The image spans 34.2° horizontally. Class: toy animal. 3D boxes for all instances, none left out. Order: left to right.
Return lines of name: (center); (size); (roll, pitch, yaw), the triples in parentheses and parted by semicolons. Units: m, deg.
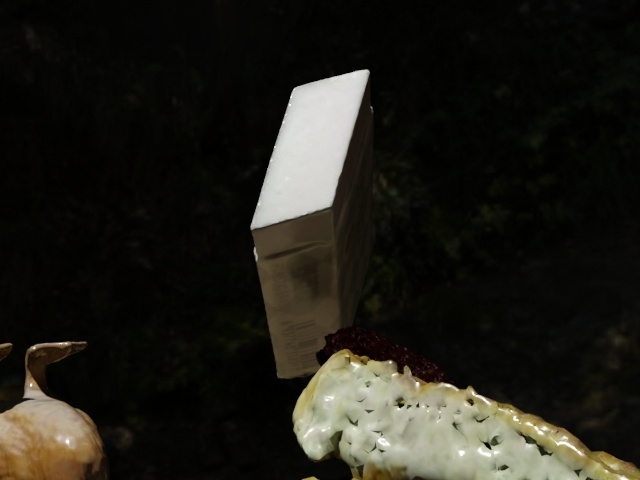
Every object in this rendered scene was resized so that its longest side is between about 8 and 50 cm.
toy animal: (-0.180, 0.156, 0.637); (0.089, 0.179, 0.188); (-5, -15, -38)

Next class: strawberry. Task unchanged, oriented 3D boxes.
strawberry: (0.083, 0.161, 1.130); (0.082, 0.188, 0.121); (-43, -2, 25)

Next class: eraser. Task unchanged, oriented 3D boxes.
eraser: (-0.001, 0.000, 1.184); (0.082, 0.213, 0.397); (12, -26, 8)

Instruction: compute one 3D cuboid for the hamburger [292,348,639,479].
hamburger: (0.117, 0.187, 0.426); (0.318, 0.195, 0.277); (24, -5, 41)
